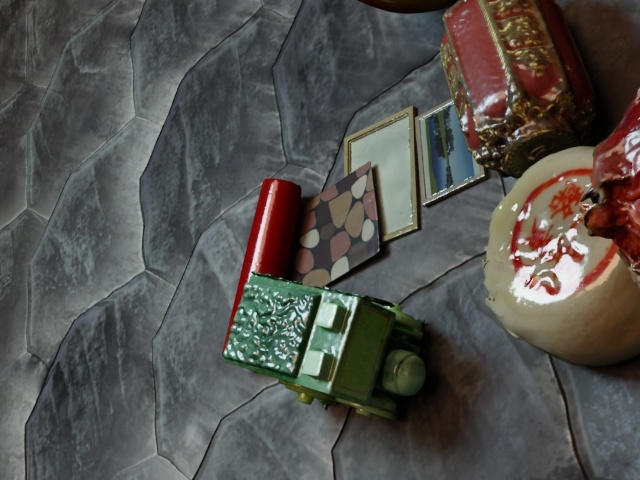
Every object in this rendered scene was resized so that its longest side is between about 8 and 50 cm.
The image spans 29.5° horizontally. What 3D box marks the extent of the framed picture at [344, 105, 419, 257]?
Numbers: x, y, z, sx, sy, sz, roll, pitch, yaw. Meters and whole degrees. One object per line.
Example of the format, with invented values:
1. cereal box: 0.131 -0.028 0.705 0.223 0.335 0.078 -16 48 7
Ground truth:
1. framed picture: 0.086 -0.084 1.756 0.136 0.010 0.201 -23 56 37

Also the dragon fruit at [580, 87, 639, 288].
1. dragon fruit: 0.432 -0.062 1.160 0.342 0.277 0.278 7 75 29

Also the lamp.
1. lamp: 0.246 -0.206 1.532 0.177 0.177 0.274 -36 45 29

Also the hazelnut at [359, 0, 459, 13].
1. hazelnut: 0.138 -0.511 1.694 0.359 0.359 0.410 -23 51 38

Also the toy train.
1. toy train: 0.008 0.138 1.584 0.271 0.188 0.159 10 79 47

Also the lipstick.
1. lipstick: -0.084 0.048 1.814 0.073 0.073 0.280 -3 69 46

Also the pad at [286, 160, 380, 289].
1. pad: 0.000 0.000 1.797 0.235 0.003 0.158 -32 49 37

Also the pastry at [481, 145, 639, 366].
1. pastry: 0.302 0.014 1.381 0.264 0.133 0.265 -29 48 39

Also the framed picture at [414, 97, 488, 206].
1. framed picture: 0.179 -0.129 1.678 0.109 0.011 0.149 -27 52 36
